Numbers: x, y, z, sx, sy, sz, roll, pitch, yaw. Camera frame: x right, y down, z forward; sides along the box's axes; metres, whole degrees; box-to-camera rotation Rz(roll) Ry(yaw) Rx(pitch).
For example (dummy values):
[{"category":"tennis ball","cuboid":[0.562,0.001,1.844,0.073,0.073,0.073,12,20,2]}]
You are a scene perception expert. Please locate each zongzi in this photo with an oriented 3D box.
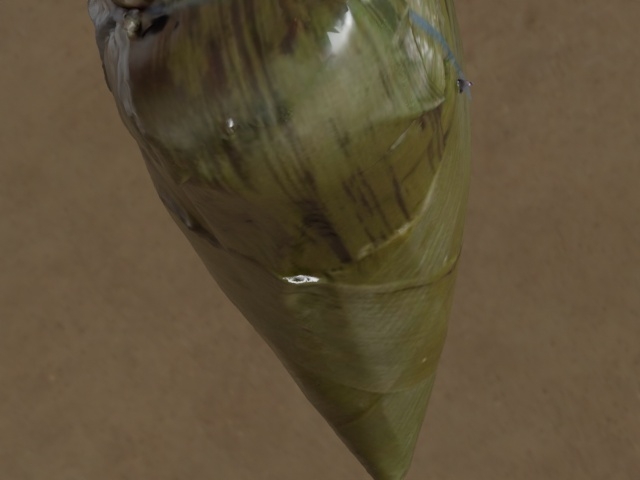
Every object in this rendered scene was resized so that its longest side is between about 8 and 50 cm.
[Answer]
[{"category":"zongzi","cuboid":[0.000,0.000,0.761,0.160,0.360,0.323,-9,12,5]}]
